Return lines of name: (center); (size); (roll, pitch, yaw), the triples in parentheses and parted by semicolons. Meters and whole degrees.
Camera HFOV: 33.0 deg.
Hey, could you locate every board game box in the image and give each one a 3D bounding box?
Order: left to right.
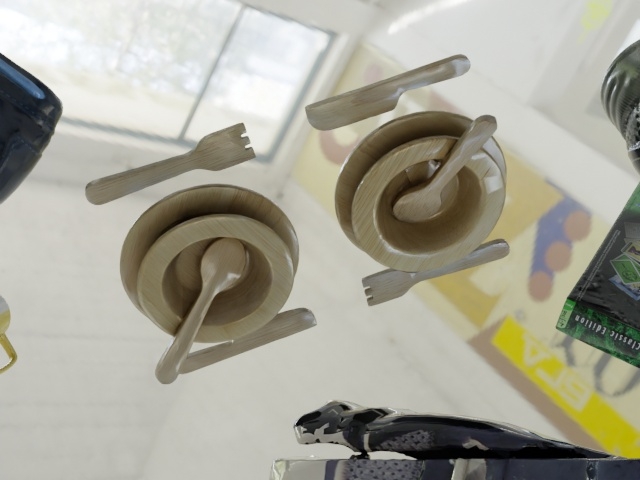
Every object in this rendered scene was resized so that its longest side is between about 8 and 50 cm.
board game box: (0.254, 0.016, 0.701); (0.136, 0.030, 0.259); (23, -146, 19)

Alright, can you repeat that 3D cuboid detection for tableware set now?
tableware set: (0.000, 0.000, 0.511); (0.194, 0.128, 0.039); (-20, -143, 0)

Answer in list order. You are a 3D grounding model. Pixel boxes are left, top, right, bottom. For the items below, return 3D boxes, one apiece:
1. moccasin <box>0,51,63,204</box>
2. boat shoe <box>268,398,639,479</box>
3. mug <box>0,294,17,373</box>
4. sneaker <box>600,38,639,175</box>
moccasin: (-0.283, -0.153, 0.568); (0.342, 0.117, 0.138); (49, 163, -23)
boat shoe: (0.059, 0.228, 0.397); (0.158, 0.340, 0.127); (-5, 166, 28)
mug: (-0.307, 0.079, 0.959); (0.062, 0.078, 0.064); (0, -163, 20)
sneaker: (0.242, -0.065, 0.439); (0.087, 0.227, 0.130); (42, -154, -53)
